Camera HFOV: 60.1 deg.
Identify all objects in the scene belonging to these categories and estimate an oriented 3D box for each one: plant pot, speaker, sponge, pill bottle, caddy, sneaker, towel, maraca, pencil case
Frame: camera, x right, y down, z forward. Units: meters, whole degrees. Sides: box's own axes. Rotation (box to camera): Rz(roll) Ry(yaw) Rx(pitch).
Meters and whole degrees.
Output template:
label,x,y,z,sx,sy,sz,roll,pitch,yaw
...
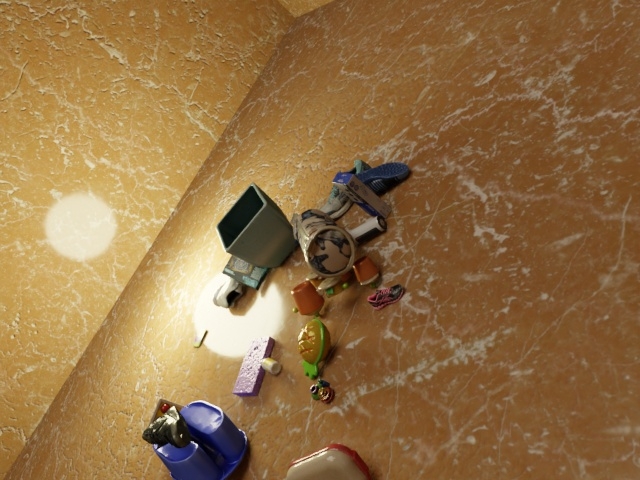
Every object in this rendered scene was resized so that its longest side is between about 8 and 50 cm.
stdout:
label,x,y,z,sx,sy,sz,roll,pitch,yaw
plant pot,-0.232,-0.034,2.219,0.248,0.252,0.247,-49,32,7
speaker,0.158,-0.033,1.888,0.136,0.055,0.055,-29,38,34
sponge,-0.236,0.447,1.963,0.117,0.031,0.210,-17,46,45
pill bottle,-0.171,0.426,1.884,0.083,0.043,0.043,8,65,55
caddy,-0.385,0.676,1.803,0.241,0.179,0.341,-42,23,-30
sneaker,0.082,-0.198,2.087,0.283,0.122,0.110,-43,32,17
towel,-0.522,0.421,2.392,0.060,0.009,0.083,-8,54,49
maraca,-0.022,0.338,1.727,0.127,0.099,0.186,-166,84,-68
sneaker,0.191,0.162,1.648,0.119,0.057,0.047,-36,33,25
sneaker,0.212,-0.210,1.979,0.232,0.090,0.082,-11,46,20
sneaker,-0.351,0.175,2.344,0.121,0.099,0.263,17,78,47
sneaker,-0.477,0.609,1.713,0.130,0.087,0.227,-39,18,-15
pencil case,0.000,0.000,1.846,0.410,0.183,0.160,-127,51,-76

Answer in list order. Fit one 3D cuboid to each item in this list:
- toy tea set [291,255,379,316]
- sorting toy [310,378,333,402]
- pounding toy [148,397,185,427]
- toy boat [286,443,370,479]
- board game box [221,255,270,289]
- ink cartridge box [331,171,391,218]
label,x,y,z,sx,sy,sz,roll,pitch,yaw
toy tea set,0.052,0.162,1.819,0.336,0.124,0.200,-17,17,49
sorting toy,-0.002,0.444,1.641,0.101,0.042,0.061,-1,59,53
pounding toy,-0.562,0.667,2.099,0.100,0.141,0.130,124,166,-61
toy boat,0.026,0.581,1.407,0.231,0.151,0.151,-34,6,29
board game box,-0.306,0.117,2.294,0.186,0.026,0.126,22,73,25
ink cartridge box,0.141,-0.152,1.879,0.046,0.207,0.097,-58,31,-8
